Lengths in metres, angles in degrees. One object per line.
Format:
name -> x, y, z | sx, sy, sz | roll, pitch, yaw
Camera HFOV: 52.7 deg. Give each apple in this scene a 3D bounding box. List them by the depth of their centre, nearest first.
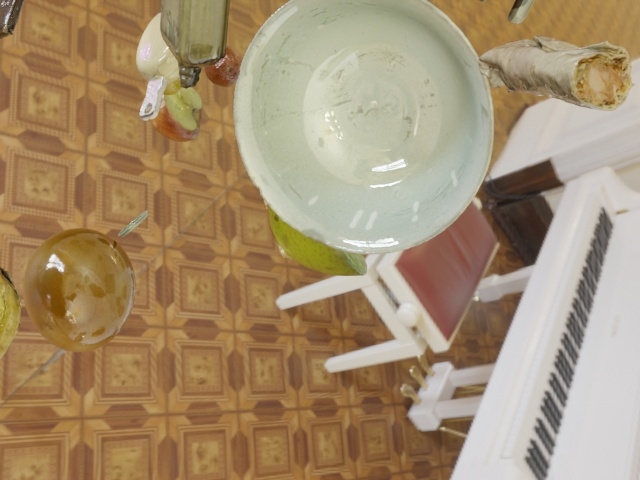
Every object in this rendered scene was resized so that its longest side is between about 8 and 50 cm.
apple -> -0.462, -0.408, 2.070 | 0.173, 0.160, 0.195 | 20, 60, -23

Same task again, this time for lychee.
lychee -> -0.258, -0.459, 1.678 | 0.114, 0.101, 0.140 | 29, 19, -35

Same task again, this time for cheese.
cheese -> -0.286, -0.320, 1.175 | 0.064, 0.137, 0.228 | 33, 60, -46

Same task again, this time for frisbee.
frisbee -> -0.530, -0.046, 1.836 | 0.014, 0.110, 0.110 | 50, 46, -15

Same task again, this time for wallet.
wallet -> -0.628, -0.405, 1.186 | 0.031, 0.232, 0.122 | 38, 54, -51

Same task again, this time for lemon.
lemon -> -0.320, -0.337, 1.356 | 0.062, 0.083, 0.063 | 2, 90, -73

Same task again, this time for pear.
pear -> -0.005, 0.000, 1.308 | 0.288, 0.139, 0.239 | 53, 1, -41

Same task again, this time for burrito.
burrito -> 0.226, -0.171, 0.641 | 0.086, 0.226, 0.061 | 2, 108, -12

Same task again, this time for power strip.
power strip -> -0.114, -0.333, 0.643 | 0.066, 0.388, 0.092 | -5, 39, -26

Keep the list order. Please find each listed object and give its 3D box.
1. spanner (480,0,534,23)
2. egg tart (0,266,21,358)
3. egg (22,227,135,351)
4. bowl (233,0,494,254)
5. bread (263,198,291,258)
spanner -> 0.328, -0.464, 0.886 | 0.095, 0.325, 0.040 | 27, 13, -19
egg tart -> -0.789, 0.163, 1.389 | 0.278, 0.095, 0.279 | 6, 74, -23
egg -> -0.638, 0.128, 1.716 | 0.282, 0.282, 0.352 | 23, 40, -38
bowl -> 0.086, -0.210, 1.090 | 0.435, 0.434, 0.196 | 60, 30, -9
bread -> 0.016, -0.116, 1.605 | 0.207, 0.278, 0.279 | 12, 59, -64
